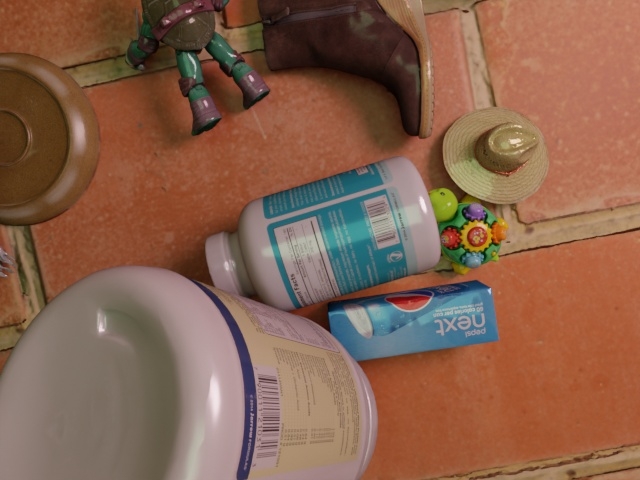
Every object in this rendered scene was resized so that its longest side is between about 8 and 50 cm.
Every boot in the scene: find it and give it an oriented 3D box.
[{"bbox_3d":[0.035,-0.239,0.624,0.207,0.090,0.248,-9,95,14],"label":"boot"}]

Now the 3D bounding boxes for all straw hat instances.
[{"bbox_3d":[0.233,-0.117,0.608,0.145,0.061,0.144,1,80,-4],"label":"straw hat"}]

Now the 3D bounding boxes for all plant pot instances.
[{"bbox_3d":[-0.420,-0.137,0.653,0.237,0.032,0.236,0,94,1],"label":"plant pot"}]

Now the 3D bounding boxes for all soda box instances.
[{"bbox_3d":[0.117,0.106,0.641,0.210,0.067,0.071,-9,94,1],"label":"soda box"}]

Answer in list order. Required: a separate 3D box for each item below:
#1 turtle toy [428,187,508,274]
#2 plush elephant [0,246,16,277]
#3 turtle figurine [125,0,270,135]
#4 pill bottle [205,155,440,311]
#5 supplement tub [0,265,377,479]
[{"bbox_3d":[0.184,-0.017,0.630,0.130,0.066,0.095,41,94,-2],"label":"turtle toy"},{"bbox_3d":[-0.554,-0.037,0.534,0.272,0.255,0.329,-24,104,28],"label":"plush elephant"},{"bbox_3d":[-0.170,-0.261,0.602,0.175,0.118,0.234,-30,99,3],"label":"turtle figurine"},{"bbox_3d":[0.000,0.000,0.596,0.264,0.146,0.146,-16,94,3],"label":"pill bottle"},{"bbox_3d":[-0.094,0.171,0.464,0.236,0.325,0.235,-10,68,25],"label":"supplement tub"}]
